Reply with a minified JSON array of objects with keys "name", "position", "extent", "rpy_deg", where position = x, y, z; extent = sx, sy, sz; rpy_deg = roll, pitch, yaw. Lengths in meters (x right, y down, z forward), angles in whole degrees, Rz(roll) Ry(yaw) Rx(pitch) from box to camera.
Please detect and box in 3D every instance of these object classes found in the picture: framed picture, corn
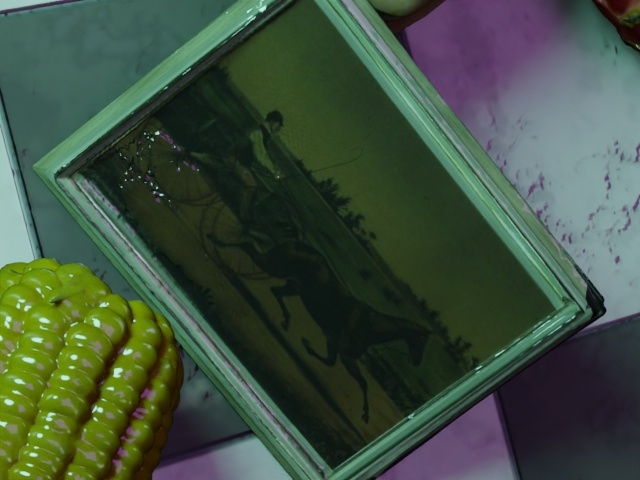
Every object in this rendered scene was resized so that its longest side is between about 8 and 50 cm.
[{"name":"framed picture","position":[0.000,0.000,0.957],"extent":[0.197,0.014,0.252],"rpy_deg":[-37,101,11]},{"name":"corn","position":[-0.175,0.173,0.847],"extent":[0.131,0.131,0.344],"rpy_deg":[31,73,-19]}]

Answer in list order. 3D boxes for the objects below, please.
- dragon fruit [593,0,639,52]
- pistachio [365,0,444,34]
[{"name":"dragon fruit","position":[0.216,-0.174,1.093],"extent":[0.166,0.136,0.133],"rpy_deg":[22,37,-31]},{"name":"pistachio","position":[0.037,-0.256,0.994],"extent":[0.181,0.162,0.293],"rpy_deg":[5,87,-10]}]
